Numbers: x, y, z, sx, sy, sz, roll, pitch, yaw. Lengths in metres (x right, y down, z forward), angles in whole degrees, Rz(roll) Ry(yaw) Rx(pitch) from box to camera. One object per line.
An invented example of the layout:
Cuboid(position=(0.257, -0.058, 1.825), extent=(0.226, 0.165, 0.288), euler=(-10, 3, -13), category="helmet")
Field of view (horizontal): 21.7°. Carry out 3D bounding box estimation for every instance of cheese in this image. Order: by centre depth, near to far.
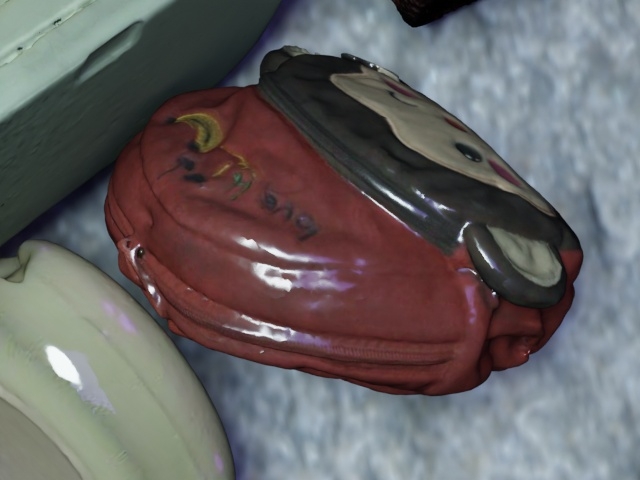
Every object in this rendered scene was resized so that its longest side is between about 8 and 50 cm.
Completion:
Cuboid(position=(-0.094, 0.130, 0.823), extent=(0.082, 0.163, 0.286), euler=(-42, 108, -34), category="cheese")

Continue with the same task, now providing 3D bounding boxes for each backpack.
Cuboid(position=(0.001, -0.002, 0.804), extent=(0.229, 0.229, 0.139), euler=(16, 115, -8), category="backpack")

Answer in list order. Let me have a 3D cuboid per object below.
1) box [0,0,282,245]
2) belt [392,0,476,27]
Cuboid(position=(-0.234, -0.155, 0.744), extent=(0.344, 0.177, 0.352), euler=(43, 53, 6), category="box")
Cuboid(position=(0.127, -0.244, 0.883), extent=(0.289, 0.184, 0.164), euler=(-31, 85, -17), category="belt")
